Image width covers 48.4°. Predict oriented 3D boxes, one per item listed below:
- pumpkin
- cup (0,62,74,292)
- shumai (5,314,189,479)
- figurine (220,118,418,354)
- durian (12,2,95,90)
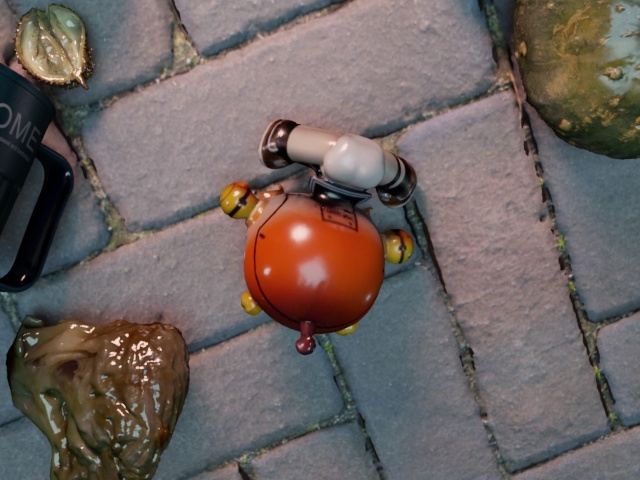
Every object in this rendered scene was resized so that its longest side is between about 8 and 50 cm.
[{"bbox_3d":[0.421,-0.278,1.008,0.291,0.257,0.327,-3,99,-17],"label":"pumpkin"},{"bbox_3d":[-0.517,-0.080,0.959,0.242,0.308,0.292,14,74,6],"label":"cup"},{"bbox_3d":[-0.368,0.251,1.101,0.283,0.217,0.346,28,104,-12],"label":"shumai"},{"bbox_3d":[0.002,-0.001,1.076,0.320,0.196,0.323,14,93,-15],"label":"figurine"},{"bbox_3d":[-0.374,-0.269,1.037,0.110,0.071,0.140,-37,89,-1],"label":"durian"}]
